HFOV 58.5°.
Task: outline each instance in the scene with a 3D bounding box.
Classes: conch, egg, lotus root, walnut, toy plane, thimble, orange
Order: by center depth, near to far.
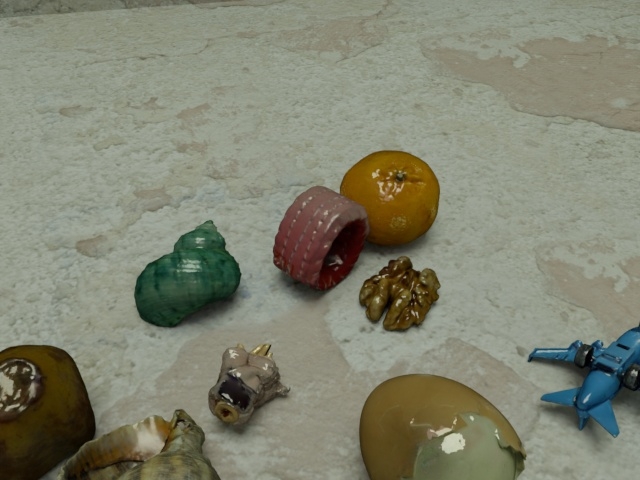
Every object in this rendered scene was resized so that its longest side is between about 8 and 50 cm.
[{"bbox_3d":[-0.226,0.349,0.765,0.209,0.159,0.291,-12,5,-1],"label":"conch"},{"bbox_3d":[0.158,0.290,0.798,0.201,0.201,0.244,-25,37,-26],"label":"egg"},{"bbox_3d":[-0.445,0.242,0.828,0.199,0.180,0.188,-30,73,-26],"label":"lotus root"},{"bbox_3d":[0.496,0.215,0.962,0.271,0.105,0.254,-36,39,-29],"label":"toy plane"},{"bbox_3d":[-0.248,0.057,1.092,0.196,0.134,0.202,15,45,13],"label":"conch"},{"bbox_3d":[0.154,0.094,1.110,0.142,0.069,0.170,26,51,23],"label":"walnut"},{"bbox_3d":[0.005,-0.005,1.133,0.125,0.190,0.163,33,7,30],"label":"thimble"},{"bbox_3d":[0.150,-0.095,1.234,0.219,0.193,0.219,12,46,-13],"label":"orange"}]

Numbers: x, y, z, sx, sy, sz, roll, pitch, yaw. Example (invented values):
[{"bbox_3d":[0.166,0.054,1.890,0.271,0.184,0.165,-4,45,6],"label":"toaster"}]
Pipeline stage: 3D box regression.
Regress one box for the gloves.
[{"bbox_3d":[-0.125,0.235,0.930,0.110,0.094,0.144,37,33,22],"label":"gloves"}]
